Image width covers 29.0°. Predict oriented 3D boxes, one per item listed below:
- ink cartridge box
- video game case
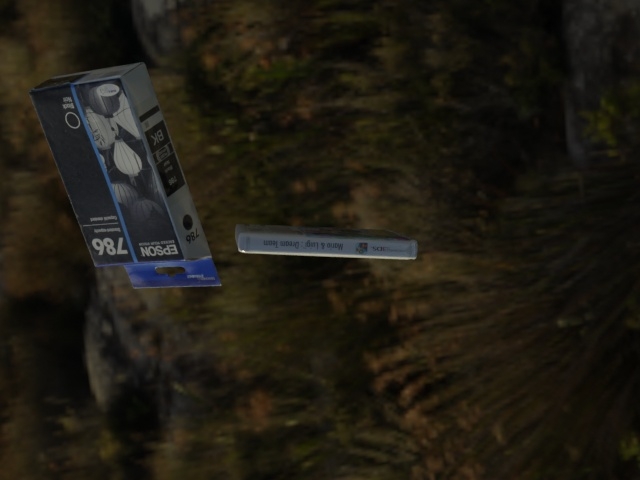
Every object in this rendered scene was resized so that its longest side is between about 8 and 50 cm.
[{"bbox_3d":[-0.260,-0.067,1.667,0.165,0.065,0.332,-5,116,31],"label":"ink cartridge box"},{"bbox_3d":[0.000,0.000,1.056,0.157,0.143,0.019,-146,59,-84],"label":"video game case"}]
